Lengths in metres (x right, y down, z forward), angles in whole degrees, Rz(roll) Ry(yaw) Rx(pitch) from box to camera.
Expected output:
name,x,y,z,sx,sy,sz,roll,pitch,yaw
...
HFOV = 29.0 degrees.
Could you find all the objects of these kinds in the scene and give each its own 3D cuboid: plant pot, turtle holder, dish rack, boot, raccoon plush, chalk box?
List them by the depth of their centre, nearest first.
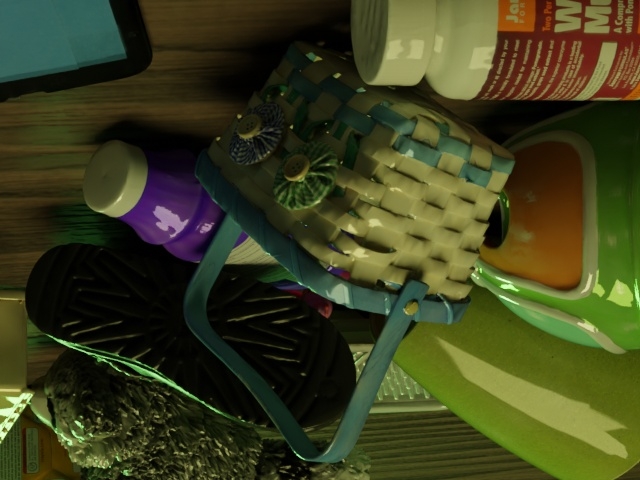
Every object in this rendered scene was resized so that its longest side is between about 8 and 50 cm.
name,x,y,z,sx,sy,sz,roll,pitch,yaw
turtle holder,0.273,-0.024,1.174,0.227,0.243,0.320,-2,-160,25
boot,-0.118,0.108,1.284,0.348,0.131,0.260,22,168,11
plant pot,0.212,0.105,1.404,0.294,0.274,0.275,23,145,-22
raccoon plush,-0.144,0.213,1.575,0.446,0.216,0.299,-7,146,-15
dish rack,0.097,0.163,1.678,0.333,0.072,0.285,1,154,-19
chalk box,-0.395,0.344,1.801,0.179,0.180,0.289,-1,154,-14

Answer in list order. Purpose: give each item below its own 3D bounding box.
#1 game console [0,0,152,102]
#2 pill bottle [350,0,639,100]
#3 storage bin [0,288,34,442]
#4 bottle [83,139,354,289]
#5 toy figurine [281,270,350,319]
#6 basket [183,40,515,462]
name,x,y,z,sx,sy,sz,roll,pitch,yaw
game console,-0.258,-0.117,0.842,0.173,0.250,0.293,17,158,10
pill bottle,0.141,-0.163,0.904,0.221,0.121,0.121,-1,155,-14
storage bin,-0.484,0.155,1.426,0.262,0.123,0.260,4,154,-25
bottle,-0.094,-0.024,1.176,0.118,0.092,0.283,-20,154,39
toy figurine,-0.021,0.080,1.380,0.130,0.173,0.159,18,136,-13
basket,0.000,0.000,1.011,0.201,0.255,0.289,9,110,-40
